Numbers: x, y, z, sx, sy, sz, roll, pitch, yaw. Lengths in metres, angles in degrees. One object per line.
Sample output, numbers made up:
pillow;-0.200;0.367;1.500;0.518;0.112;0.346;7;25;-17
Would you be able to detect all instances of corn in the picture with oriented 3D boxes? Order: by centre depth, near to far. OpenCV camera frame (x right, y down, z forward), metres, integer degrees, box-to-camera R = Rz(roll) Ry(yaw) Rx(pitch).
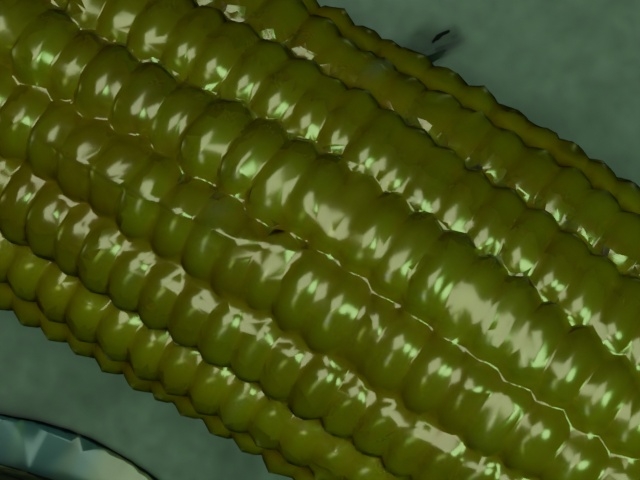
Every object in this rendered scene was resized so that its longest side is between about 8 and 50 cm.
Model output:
corn;0.000;0.000;0.558;0.344;0.131;0.131;29;89;10

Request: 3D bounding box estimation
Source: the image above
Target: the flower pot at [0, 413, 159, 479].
flower pot;-0.125;0.154;0.528;0.212;0.202;0.212;0;87;8
